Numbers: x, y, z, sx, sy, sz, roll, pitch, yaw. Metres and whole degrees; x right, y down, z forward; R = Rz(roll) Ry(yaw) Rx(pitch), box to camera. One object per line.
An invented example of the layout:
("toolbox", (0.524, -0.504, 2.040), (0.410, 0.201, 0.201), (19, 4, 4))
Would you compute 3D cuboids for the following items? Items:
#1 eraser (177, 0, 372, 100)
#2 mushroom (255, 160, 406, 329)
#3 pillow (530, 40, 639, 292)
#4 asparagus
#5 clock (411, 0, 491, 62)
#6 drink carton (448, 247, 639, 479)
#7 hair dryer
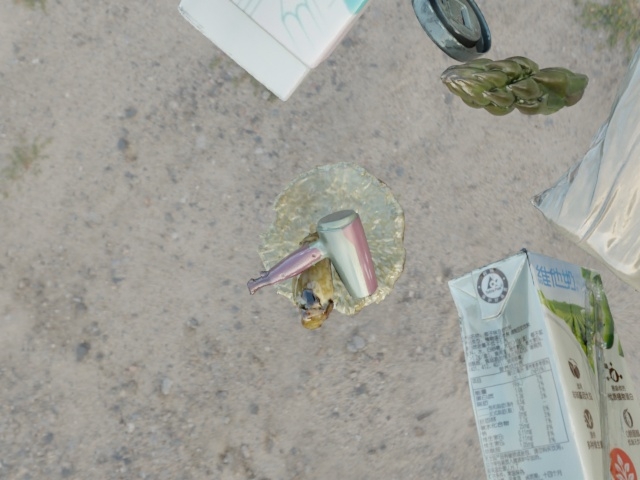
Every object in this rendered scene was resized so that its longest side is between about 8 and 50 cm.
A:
("eraser", (0.011, -0.186, 0.384), (0.095, 0.052, 0.225), (39, 134, -9))
("mushroom", (0.031, -0.002, 0.985), (0.208, 0.302, 0.233), (-4, 91, -15))
("pillow", (0.345, -0.091, 0.722), (0.173, 0.067, 0.270), (27, 106, -9))
("asparagus", (0.258, -0.195, 0.893), (0.080, 0.287, 0.080), (3, 93, 53))
("clock", (0.290, -0.497, 1.540), (0.049, 0.226, 0.226), (-34, 71, 42))
("drink carton", (0.282, 0.192, 0.836), (0.132, 0.194, 0.324), (-26, 62, 40))
("hair dryer", (-0.015, 0.032, 0.839), (0.154, 0.054, 0.106), (-16, 109, 3))
